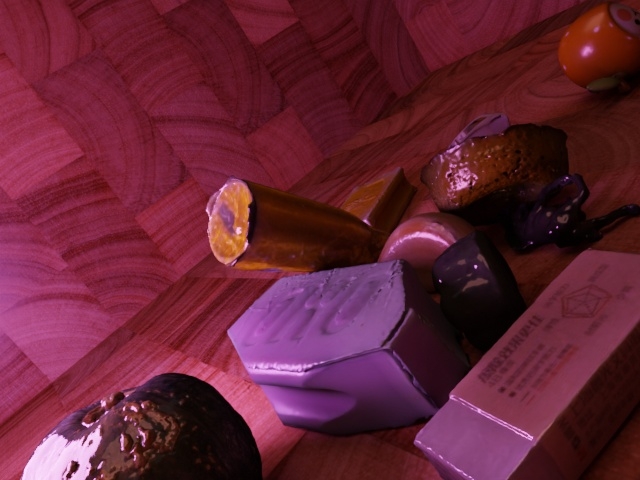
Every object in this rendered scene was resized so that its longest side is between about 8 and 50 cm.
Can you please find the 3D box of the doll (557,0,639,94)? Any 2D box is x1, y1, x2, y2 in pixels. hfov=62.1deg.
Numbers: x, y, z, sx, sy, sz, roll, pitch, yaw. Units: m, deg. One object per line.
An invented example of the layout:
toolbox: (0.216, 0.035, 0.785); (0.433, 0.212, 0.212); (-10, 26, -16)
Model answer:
doll: (0.692, -0.438, 1.284); (0.213, 0.213, 0.236); (-22, 63, 36)

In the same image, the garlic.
garlic: (0.198, 0.037, 0.987); (0.244, 0.145, 0.164); (-22, 51, 42)

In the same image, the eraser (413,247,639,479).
eraser: (0.269, 0.145, 0.590); (0.343, 0.078, 0.144); (-40, 17, -16)

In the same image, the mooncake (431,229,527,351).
mooncake: (0.239, 0.075, 0.783); (0.104, 0.169, 0.175); (-38, -19, 22)

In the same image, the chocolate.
chocolate: (0.000, 0.000, 1.050); (0.445, 0.162, 0.162); (11, -19, -41)

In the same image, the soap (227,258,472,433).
soap: (0.028, 0.166, 0.865); (0.446, 0.156, 0.261); (-12, 27, 51)

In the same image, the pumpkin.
pumpkin: (-0.238, 0.332, 0.720); (0.327, 0.258, 0.291); (-23, 6, 47)

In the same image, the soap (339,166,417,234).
soap: (0.130, -0.074, 1.467); (0.199, 0.091, 0.315); (-20, 22, 38)

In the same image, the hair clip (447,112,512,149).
hair clip: (0.385, -0.195, 1.221); (0.113, 0.172, 0.282); (-54, 13, -31)

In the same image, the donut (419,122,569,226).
donut: (0.327, -0.110, 0.983); (0.271, 0.107, 0.272); (-9, -17, -3)

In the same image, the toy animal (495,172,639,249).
toy animal: (0.396, -0.032, 0.878); (0.148, 0.084, 0.232); (-48, 18, -5)
